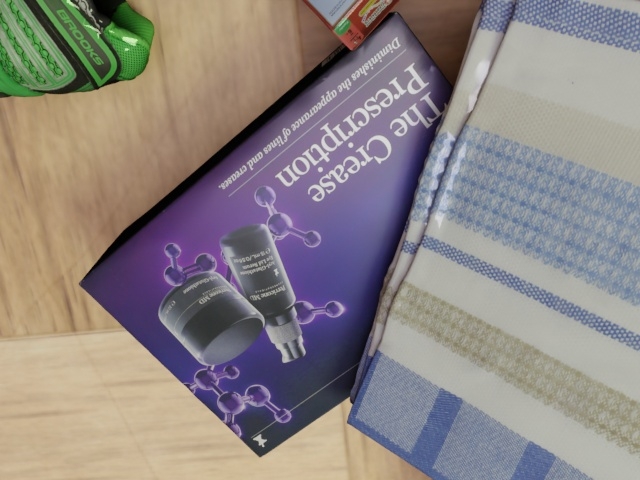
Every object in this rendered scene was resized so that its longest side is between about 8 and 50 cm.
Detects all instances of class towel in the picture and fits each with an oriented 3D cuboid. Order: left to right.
[{"bbox_3d":[0.134,0.027,0.310,0.209,0.034,0.285,27,112,26],"label":"towel"}]

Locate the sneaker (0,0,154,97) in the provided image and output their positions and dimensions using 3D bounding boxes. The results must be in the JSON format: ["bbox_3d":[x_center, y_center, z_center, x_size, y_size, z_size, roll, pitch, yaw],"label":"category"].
[{"bbox_3d":[-0.159,-0.253,0.334,0.146,0.134,0.344,0,119,-6],"label":"sneaker"}]

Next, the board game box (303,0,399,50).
[{"bbox_3d":[0.072,-0.252,0.322,0.281,0.027,0.145,-44,61,16],"label":"board game box"}]

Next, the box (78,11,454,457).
[{"bbox_3d":[0.000,0.000,0.425,0.261,0.103,0.184,-38,108,13],"label":"box"}]
